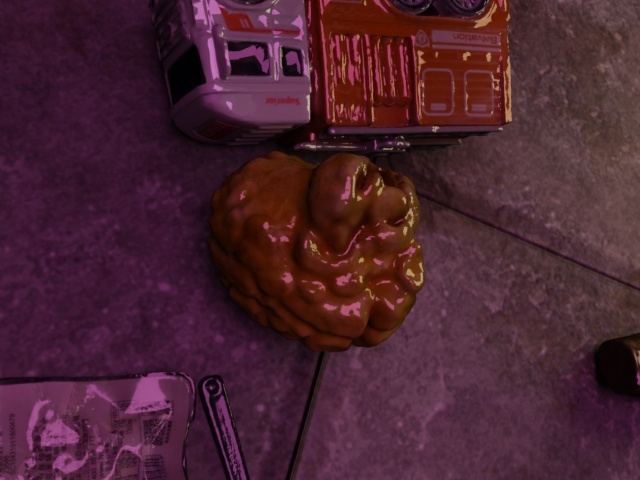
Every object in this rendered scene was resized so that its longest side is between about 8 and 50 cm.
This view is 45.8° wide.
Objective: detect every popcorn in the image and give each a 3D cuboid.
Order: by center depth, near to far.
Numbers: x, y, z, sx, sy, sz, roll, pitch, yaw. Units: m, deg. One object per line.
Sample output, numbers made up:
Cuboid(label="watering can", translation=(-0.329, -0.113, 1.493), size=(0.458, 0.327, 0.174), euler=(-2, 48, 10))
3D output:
Cuboid(label="popcorn", translation=(0.000, 0.000, 0.763), size=(0.200, 0.203, 0.225), euler=(-9, 63, -34))

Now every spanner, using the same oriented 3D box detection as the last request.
Cuboid(label="spanner", translation=(-0.082, 0.238, 0.775), size=(0.046, 0.012, 0.208), euler=(-15, 83, -25))

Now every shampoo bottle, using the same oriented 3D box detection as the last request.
Cuboid(label="shampoo bottle", translation=(0.528, 0.169, 0.996), size=(0.350, 0.084, 0.125), euler=(4, 74, -21))

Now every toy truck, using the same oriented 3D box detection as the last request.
Cuboid(label="toy truck", translation=(0.020, -0.194, 0.833), size=(0.388, 0.173, 0.206), euler=(-4, 88, -25))

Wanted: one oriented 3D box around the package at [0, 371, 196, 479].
Cuboid(label="package", translation=(-0.230, 0.207, 0.712), size=(0.232, 0.040, 0.166), euler=(-2, 75, -14))
